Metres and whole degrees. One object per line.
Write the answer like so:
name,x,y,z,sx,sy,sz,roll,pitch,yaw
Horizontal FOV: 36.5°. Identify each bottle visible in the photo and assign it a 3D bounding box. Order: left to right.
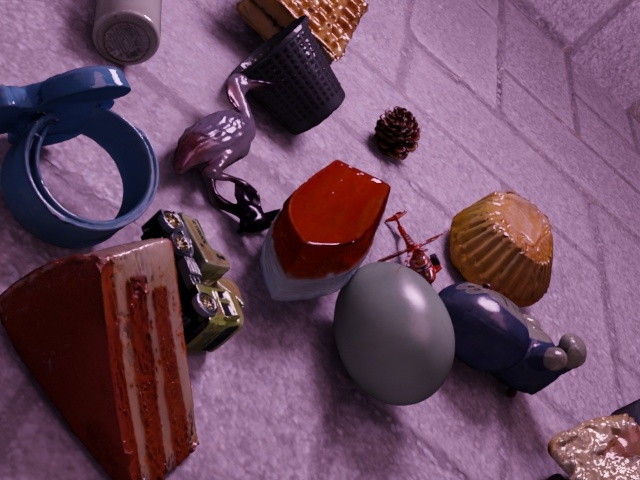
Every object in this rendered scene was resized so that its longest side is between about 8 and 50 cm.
bottle,-0.306,-0.390,1.551,0.104,0.104,0.245,27,37,-31

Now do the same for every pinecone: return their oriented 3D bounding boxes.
pinecone,0.149,-0.216,1.928,0.102,0.102,0.109,67,6,30

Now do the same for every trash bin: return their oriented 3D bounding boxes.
trash bin,-0.048,-0.278,1.706,0.161,0.175,0.175,52,28,-17

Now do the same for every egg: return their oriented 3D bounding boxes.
egg,0.104,0.130,1.396,0.168,0.168,0.231,23,34,-36

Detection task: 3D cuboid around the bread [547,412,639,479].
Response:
bread,0.483,0.413,1.597,0.224,0.211,0.184,-16,47,-17

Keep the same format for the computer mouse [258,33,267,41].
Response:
computer mouse,-0.075,-0.437,1.940,0.126,0.056,0.245,52,34,2

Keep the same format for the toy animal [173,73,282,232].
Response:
toy animal,-0.145,-0.153,1.489,0.195,0.090,0.324,27,46,-40

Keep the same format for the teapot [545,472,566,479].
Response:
teapot,0.404,0.429,1.558,0.111,0.043,0.043,50,30,-5

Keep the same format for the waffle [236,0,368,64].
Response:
waffle,-0.025,-0.451,1.883,0.213,0.091,0.308,43,34,-13

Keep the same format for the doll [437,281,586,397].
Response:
doll,0.301,0.157,1.637,0.258,0.154,0.228,38,-2,-28

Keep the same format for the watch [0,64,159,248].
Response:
watch,-0.302,-0.091,1.164,0.211,0.211,0.193,-12,82,-56

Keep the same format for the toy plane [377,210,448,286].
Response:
toy plane,0.153,0.021,1.693,0.194,0.126,0.077,33,-29,55

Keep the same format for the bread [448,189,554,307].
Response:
bread,0.355,0.020,1.863,0.239,0.139,0.240,25,38,-22

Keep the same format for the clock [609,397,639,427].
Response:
clock,0.700,0.469,1.843,0.386,0.076,0.386,32,34,-24

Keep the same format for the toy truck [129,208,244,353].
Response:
toy truck,-0.163,0.053,1.237,0.116,0.085,0.191,13,42,-51

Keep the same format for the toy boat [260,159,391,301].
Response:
toy boat,0.000,0.000,1.441,0.145,0.133,0.332,27,28,7

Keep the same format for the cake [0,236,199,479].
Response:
cake,-0.196,0.115,1.047,0.262,0.159,0.158,52,28,6
